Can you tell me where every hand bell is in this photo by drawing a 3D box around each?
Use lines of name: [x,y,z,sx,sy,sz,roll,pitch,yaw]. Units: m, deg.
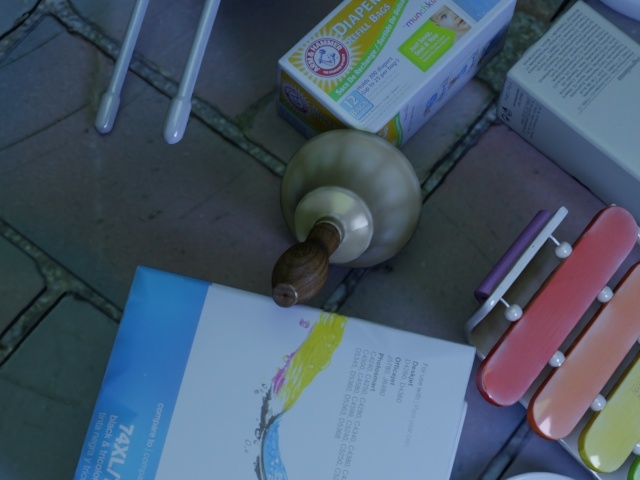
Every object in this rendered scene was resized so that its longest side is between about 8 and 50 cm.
hand bell: [0.000,0.000,1.240,0.126,0.242,0.126,4,108,12]

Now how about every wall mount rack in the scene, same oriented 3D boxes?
wall mount rack: [-0.074,-0.222,1.368,0.304,0.350,0.130,-35,107,-16]

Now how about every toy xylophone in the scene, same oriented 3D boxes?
toy xylophone: [0.261,0.099,1.282,0.322,0.081,0.236,38,67,-13]

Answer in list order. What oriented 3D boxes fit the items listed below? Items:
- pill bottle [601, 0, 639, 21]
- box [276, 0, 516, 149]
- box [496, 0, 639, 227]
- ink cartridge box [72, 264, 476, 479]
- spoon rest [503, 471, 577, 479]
pill bottle: [0.360,-0.355,1.471,0.161,0.161,0.283,26,70,9]
box: [0.066,-0.168,1.419,0.114,0.103,0.203,41,73,13]
box: [0.297,-0.082,1.395,0.275,0.094,0.113,42,73,14]
ink cartridge box: [-0.034,0.169,1.230,0.270,0.198,0.197,13,68,4]
spoon rest: [0.222,0.306,1.242,0.137,0.084,0.276,-34,73,-14]
